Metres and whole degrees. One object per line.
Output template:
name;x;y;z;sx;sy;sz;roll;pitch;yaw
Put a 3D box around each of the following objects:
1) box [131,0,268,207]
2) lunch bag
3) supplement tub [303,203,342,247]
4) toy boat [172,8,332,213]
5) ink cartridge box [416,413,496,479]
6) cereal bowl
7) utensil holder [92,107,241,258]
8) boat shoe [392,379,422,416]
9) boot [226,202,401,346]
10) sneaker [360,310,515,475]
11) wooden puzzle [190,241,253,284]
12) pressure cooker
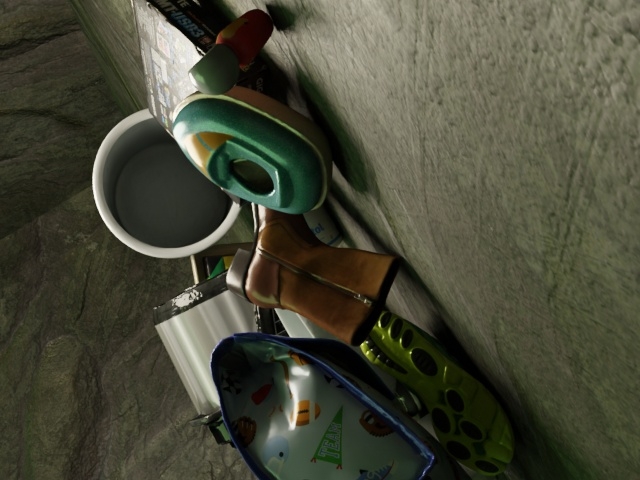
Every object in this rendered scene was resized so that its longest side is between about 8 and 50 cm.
box;-0.199;-0.248;1.621;0.293;0.073;0.296;43;152;27
lunch bag;0.028;0.307;1.464;0.385;0.239;0.328;37;173;33
supplement tub;-0.015;-0.030;1.656;0.107;0.071;0.071;59;169;-14
toy boat;-0.115;-0.167;1.366;0.267;0.148;0.318;22;144;20
ink cartridge box;0.179;0.401;1.667;0.148;0.203;0.086;49;164;38
cereal bowl;0.038;0.176;1.818;0.339;0.141;0.339;54;169;15
utensil holder;-0.350;-0.115;2.242;0.328;0.327;0.385;58;170;-2
boat shoe;0.118;0.321;1.995;0.112;0.095;0.335;59;169;-6
boot;0.000;0.000;1.481;0.280;0.264;0.096;16;166;41
sneaker;0.187;0.216;1.443;0.295;0.109;0.123;49;-164;20
wooden puzzle;-0.224;0.115;2.506;0.044;0.238;0.221;-19;79;45
pressure cooker;-0.150;0.264;2.263;0.375;0.369;0.421;-37;-78;-88
